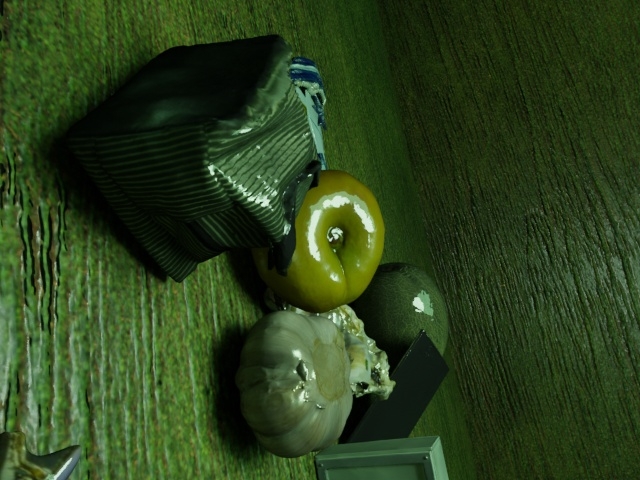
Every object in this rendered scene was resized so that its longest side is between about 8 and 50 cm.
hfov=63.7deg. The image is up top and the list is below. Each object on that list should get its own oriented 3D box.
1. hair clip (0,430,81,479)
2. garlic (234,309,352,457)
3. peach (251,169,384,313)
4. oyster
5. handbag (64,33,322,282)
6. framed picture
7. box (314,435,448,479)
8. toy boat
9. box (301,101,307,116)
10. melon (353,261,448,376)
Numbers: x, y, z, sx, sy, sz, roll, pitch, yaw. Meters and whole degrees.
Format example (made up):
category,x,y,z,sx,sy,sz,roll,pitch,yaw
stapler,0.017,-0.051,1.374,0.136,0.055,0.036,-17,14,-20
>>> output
category,x,y,z,sx,sy,sz,roll,pitch,yaw
hair clip,-0.258,0.249,0.335,0.292,0.084,0.106,-69,-177,-53
garlic,-0.043,0.217,0.790,0.227,0.152,0.228,30,54,-53
peach,0.000,0.000,0.889,0.250,0.153,0.252,-3,97,-30
oyster,0.009,0.201,0.995,0.354,0.107,0.201,47,30,-10
handbag,-0.129,-0.110,0.683,0.341,0.247,0.240,-78,159,-53
framed picture,0.181,0.383,1.173,0.324,0.013,0.244,-52,138,-14
box,0.113,0.442,0.943,0.086,0.224,0.130,12,66,-66
toy boat,-0.019,-0.322,1.316,0.210,0.070,0.292,-55,132,-57
box,-0.076,-0.223,1.105,0.141,0.064,0.220,36,43,-58
melon,0.203,0.207,1.308,0.237,0.237,0.302,-51,129,-64
